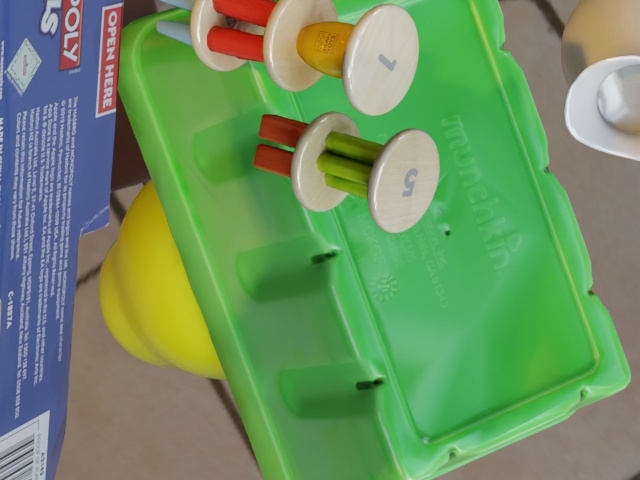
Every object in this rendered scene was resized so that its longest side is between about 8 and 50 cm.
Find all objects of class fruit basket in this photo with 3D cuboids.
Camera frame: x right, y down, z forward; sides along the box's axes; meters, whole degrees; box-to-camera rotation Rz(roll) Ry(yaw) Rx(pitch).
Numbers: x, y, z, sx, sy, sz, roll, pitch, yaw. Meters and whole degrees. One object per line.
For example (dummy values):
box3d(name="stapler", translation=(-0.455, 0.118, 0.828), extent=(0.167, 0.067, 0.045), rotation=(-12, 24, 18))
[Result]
box3d(name="fruit basket", translation=(0.000, 0.000, 1.056), extent=(0.283, 0.392, 0.392), rotation=(-21, 66, -18))

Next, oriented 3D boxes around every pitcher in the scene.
box3d(name="pitcher", translation=(0.283, -0.129, 1.246), extent=(0.178, 0.207, 0.125), rotation=(28, 119, -7))

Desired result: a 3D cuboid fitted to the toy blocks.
box3d(name="toy blocks", translation=(-0.018, -0.074, 0.762), extent=(0.148, 0.123, 0.054), rotation=(20, 46, 37))

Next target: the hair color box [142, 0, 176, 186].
box3d(name="hair color box", translation=(-0.139, -0.229, 1.357), extent=(0.174, 0.105, 0.347), rotation=(-22, 102, 10))

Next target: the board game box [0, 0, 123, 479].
box3d(name="board game box", translation=(-0.154, -0.024, 0.416), extent=(0.194, 0.060, 0.194), rotation=(16, 111, 23))

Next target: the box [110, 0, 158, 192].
box3d(name="box", translation=(-0.298, -0.100, 1.155), extent=(0.143, 0.381, 0.191), rotation=(2, 107, 48))
